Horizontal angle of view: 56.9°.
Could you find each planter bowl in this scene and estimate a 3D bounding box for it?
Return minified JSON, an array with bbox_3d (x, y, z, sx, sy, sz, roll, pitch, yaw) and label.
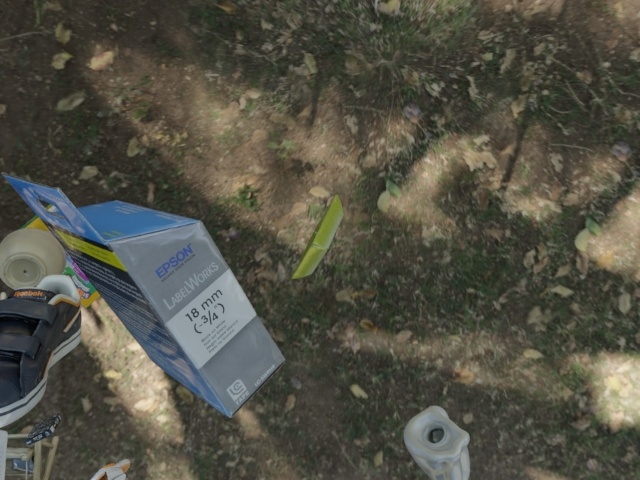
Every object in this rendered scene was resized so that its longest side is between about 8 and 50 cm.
[{"bbox_3d":[-0.720,0.061,1.457,0.162,0.109,0.162,-5,110,-14],"label":"planter bowl"}]

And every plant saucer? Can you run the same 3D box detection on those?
[{"bbox_3d":[0.000,0.000,1.562,0.045,0.188,0.188,27,143,-3],"label":"plant saucer"}]

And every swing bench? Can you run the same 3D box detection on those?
[{"bbox_3d":[-0.955,0.714,1.773,0.253,0.165,0.254,-2,64,-2],"label":"swing bench"}]

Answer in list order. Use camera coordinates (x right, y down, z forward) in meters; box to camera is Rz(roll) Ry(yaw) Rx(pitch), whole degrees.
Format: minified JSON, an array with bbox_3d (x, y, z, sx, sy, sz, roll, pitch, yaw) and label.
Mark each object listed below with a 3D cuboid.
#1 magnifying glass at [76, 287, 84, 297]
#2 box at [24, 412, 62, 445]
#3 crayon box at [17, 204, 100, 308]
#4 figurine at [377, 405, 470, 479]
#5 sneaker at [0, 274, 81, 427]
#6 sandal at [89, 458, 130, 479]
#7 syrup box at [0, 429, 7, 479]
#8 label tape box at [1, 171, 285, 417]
[{"bbox_3d":[-0.616,0.216,1.362,0.026,0.092,0.231,29,76,-11],"label":"magnifying glass"},{"bbox_3d":[-0.690,0.470,1.472,0.067,0.083,0.018,-26,103,-3],"label":"box"},{"bbox_3d":[-0.695,0.035,1.658,0.165,0.081,0.278,-43,113,-12],"label":"crayon box"},{"bbox_3d":[0.146,0.374,0.818,0.092,0.215,0.209,13,135,40],"label":"figurine"},{"bbox_3d":[-0.451,0.147,0.876,0.126,0.321,0.127,5,106,-5],"label":"sneaker"},{"bbox_3d":[-0.599,0.700,1.709,0.076,0.265,0.102,38,89,11],"label":"sandal"},{"bbox_3d":[-0.379,0.304,0.568,0.093,0.096,0.236,9,96,4],"label":"syrup box"},{"bbox_3d":[-0.212,0.035,0.725,0.106,0.241,0.333,-43,123,-26],"label":"label tape box"}]
